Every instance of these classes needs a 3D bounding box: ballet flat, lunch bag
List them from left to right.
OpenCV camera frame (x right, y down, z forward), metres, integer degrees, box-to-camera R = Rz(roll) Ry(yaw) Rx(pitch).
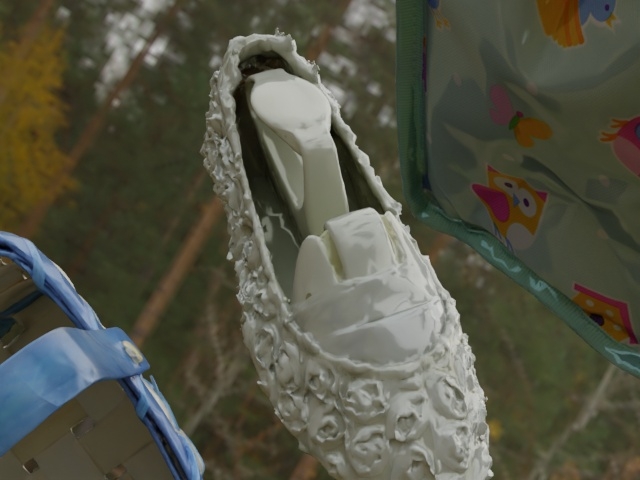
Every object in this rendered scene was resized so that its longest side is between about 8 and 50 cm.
[{"bbox_3d":[0.000,0.000,1.099,0.147,0.147,0.409,41,17,-47],"label":"ballet flat"},{"bbox_3d":[0.140,-0.120,0.556,0.160,0.223,0.262,37,-28,35],"label":"lunch bag"}]

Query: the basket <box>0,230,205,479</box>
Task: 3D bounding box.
[{"bbox_3d":[-0.176,0.123,0.674,0.201,0.254,0.289,52,1,-1],"label":"basket"}]
